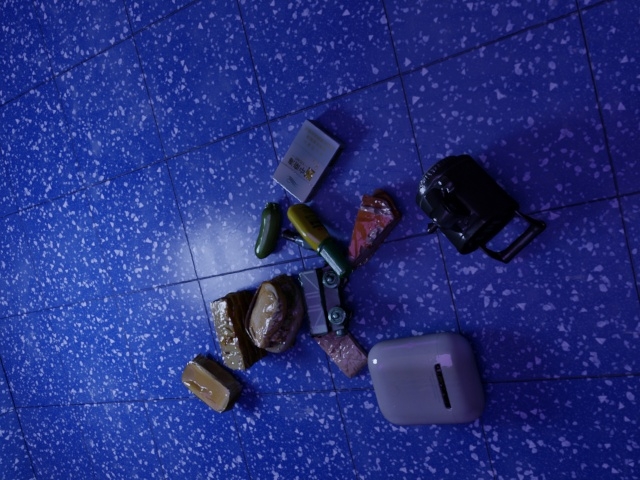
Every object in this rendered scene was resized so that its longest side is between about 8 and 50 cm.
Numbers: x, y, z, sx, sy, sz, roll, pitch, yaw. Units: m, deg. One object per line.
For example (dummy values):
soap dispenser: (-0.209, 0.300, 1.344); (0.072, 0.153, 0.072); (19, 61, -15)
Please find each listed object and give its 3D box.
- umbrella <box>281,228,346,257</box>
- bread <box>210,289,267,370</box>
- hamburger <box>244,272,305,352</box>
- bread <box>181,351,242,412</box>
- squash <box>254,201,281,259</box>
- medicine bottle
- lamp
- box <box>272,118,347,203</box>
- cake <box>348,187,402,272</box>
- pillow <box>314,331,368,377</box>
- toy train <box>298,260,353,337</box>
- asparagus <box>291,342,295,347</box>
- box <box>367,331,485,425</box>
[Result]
umbrella: (-0.026, 0.015, 1.788); (0.250, 0.053, 0.052); (19, 109, 21)
bread: (-0.301, 0.330, 1.916); (0.114, 0.185, 0.274); (-14, 93, 22)
hamburger: (-0.162, 0.251, 1.812); (0.243, 0.146, 0.286); (-23, 58, 45)
bread: (-0.436, 0.575, 2.071); (0.241, 0.107, 0.136); (31, 109, 18)
squash: (-0.189, -0.033, 1.852); (0.077, 0.068, 0.219); (21, 107, 27)
medicine bottle: (0.000, 0.000, 1.706); (0.076, 0.111, 0.309); (-51, 62, 28)
lamp: (0.412, -0.107, 1.455); (0.205, 0.374, 0.272); (-51, 44, 31)
box: (-0.040, -0.266, 1.735); (0.155, 0.067, 0.243); (40, 114, 16)
cake: (0.170, -0.019, 1.658); (0.135, 0.098, 0.287); (24, 109, 21)
pillow: (0.066, 0.372, 1.819); (0.232, 0.043, 0.126); (47, 111, 14)
toy train: (0.021, 0.200, 1.751); (0.154, 0.115, 0.269); (-12, 86, 19)
asparagus: (-0.151, 0.331, 1.922); (0.030, 0.036, 0.165); (-40, 80, 17)
box: (0.332, 0.446, 1.641); (0.349, 0.141, 0.288); (-14, 92, 28)
